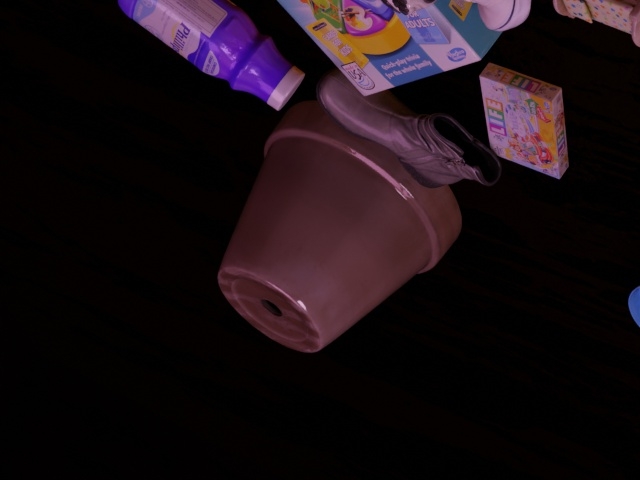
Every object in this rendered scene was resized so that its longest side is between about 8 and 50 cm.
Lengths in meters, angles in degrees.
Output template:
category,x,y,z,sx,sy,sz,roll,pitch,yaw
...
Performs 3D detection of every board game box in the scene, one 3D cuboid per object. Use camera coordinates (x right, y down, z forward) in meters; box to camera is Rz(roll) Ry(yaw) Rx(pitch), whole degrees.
category,x,y,z,sx,sy,sz,roll,pitch,yaw
board game box,0.259,-0.150,1.874,0.103,0.026,0.154,24,153,28
board game box,0.032,-0.337,1.784,0.336,0.079,0.253,45,154,-19

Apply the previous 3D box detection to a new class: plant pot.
category,x,y,z,sx,sy,sz,roll,pitch,yaw
plant pot,0.000,0.000,2.190,0.323,0.280,0.323,31,155,16

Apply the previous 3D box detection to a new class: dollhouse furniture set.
category,x,y,z,sx,sy,sz,roll,pitch,yaw
dollhouse furniture set,0.303,-0.243,1.538,0.182,0.101,0.161,32,171,41

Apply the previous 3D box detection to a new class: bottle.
category,x,y,z,sx,sy,sz,roll,pitch,yaw
bottle,-0.153,-0.293,2.095,0.283,0.092,0.118,37,157,0

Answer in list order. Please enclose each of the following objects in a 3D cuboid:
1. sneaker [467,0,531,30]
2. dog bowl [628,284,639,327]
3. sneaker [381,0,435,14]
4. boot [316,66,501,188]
category,x,y,z,sx,sy,sz,roll,pitch,yaw
sneaker,0.176,-0.292,1.589,0.258,0.091,0.094,80,175,-75
dog bowl,0.545,0.127,1.931,0.297,0.074,0.166,37,156,-2
sneaker,0.071,-0.386,1.606,0.107,0.118,0.279,27,147,58
boot,0.123,-0.157,1.964,0.246,0.083,0.161,36,165,-18
